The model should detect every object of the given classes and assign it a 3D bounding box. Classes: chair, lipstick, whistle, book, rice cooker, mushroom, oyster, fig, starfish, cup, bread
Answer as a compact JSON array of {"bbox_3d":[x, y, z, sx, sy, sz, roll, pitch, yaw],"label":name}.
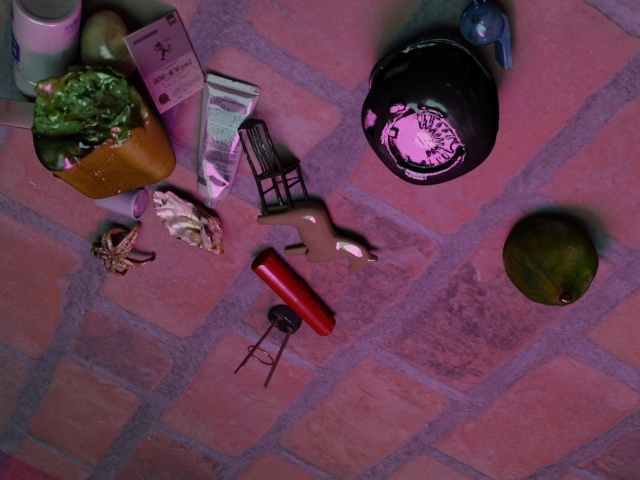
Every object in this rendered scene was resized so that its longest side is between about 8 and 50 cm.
[{"bbox_3d":[-0.144,0.276,2.127,0.095,0.221,0.104,3,139,48],"label":"chair"},{"bbox_3d":[-0.107,-0.176,1.771,0.084,0.101,0.212,-12,102,26],"label":"chair"},{"bbox_3d":[-0.065,0.139,2.051,0.073,0.073,0.279,-25,120,34],"label":"lipstick"},{"bbox_3d":[0.300,-0.382,1.449,0.090,0.090,0.158,-1,131,19],"label":"whistle"},{"bbox_3d":[-0.319,-0.370,1.647,0.014,0.127,0.181,36,154,48],"label":"book"},{"bbox_3d":[0.209,-0.246,1.505,0.267,0.224,0.267,12,134,12],"label":"rice cooker"},{"bbox_3d":[-0.439,-0.403,1.644,0.148,0.112,0.148,20,117,45],"label":"mushroom"},{"bbox_3d":[-0.323,-0.057,1.962,0.209,0.072,0.133,28,131,13],"label":"oyster"},{"bbox_3d":[0.496,0.077,1.701,0.203,0.235,0.203,6,131,7],"label":"fig"},{"bbox_3d":[-0.518,0.026,2.095,0.146,0.074,0.190,44,128,-14],"label":"starfish"},{"bbox_3d":[-0.493,-0.114,1.966,0.116,0.074,0.104,15,110,11],"label":"cup"},{"bbox_3d":[-0.457,-0.220,1.680,0.251,0.208,0.376,-13,168,0],"label":"bread"}]

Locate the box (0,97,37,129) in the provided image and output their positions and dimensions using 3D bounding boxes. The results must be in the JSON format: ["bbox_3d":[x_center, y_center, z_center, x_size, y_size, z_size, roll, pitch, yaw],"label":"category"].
[{"bbox_3d":[-0.652,-0.278,1.778,0.141,0.201,0.058,10,93,8],"label":"box"}]

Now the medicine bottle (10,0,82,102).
[{"bbox_3d":[-0.567,-0.400,1.629,0.130,0.130,0.341,28,154,-8],"label":"medicine bottle"}]

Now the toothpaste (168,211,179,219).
[{"bbox_3d":[-0.365,-0.058,2.007,0.083,0.015,0.024,28,135,-1],"label":"toothpaste"}]

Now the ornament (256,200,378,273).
[{"bbox_3d":[0.000,0.000,1.908,0.245,0.061,0.230,-5,131,26],"label":"ornament"}]

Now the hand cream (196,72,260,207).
[{"bbox_3d":[-0.225,-0.215,1.793,0.124,0.078,0.340,16,126,-1],"label":"hand cream"}]
